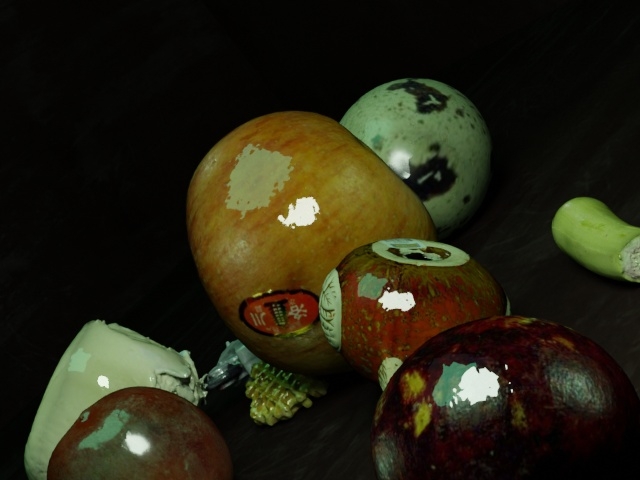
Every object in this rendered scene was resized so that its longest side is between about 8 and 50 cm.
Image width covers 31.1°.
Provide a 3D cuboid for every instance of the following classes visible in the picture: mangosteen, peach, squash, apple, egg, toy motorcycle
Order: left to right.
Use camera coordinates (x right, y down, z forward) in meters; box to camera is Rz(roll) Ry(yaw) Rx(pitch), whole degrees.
[{"bbox_3d":[-0.254,0.326,1.610,0.252,0.252,0.252,-36,12,9],"label":"peach"},{"bbox_3d":[-0.085,0.181,1.995,0.260,0.110,0.171,-33,0,1],"label":"toy motorcycle"},{"bbox_3d":[0.000,0.000,1.709,0.333,0.400,0.400,-28,14,14],"label":"apple"},{"bbox_3d":[0.161,-0.139,2.016,0.287,0.288,0.379,-34,1,20],"label":"egg"},{"bbox_3d":[0.157,0.206,0.948,0.231,0.231,0.289,-29,47,38],"label":"mangosteen"},{"bbox_3d":[0.350,-0.001,1.413,0.083,0.083,0.250,-38,14,1],"label":"squash"}]

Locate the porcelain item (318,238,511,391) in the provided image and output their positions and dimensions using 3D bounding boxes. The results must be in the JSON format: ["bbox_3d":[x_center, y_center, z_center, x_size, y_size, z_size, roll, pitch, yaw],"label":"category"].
[{"bbox_3d":[0.114,0.120,1.448,0.253,0.253,0.253,-36,12,9],"label":"porcelain item"}]

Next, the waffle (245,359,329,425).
[{"bbox_3d":[-0.054,0.215,1.818,0.160,0.046,0.192,-36,26,22],"label":"waffle"}]

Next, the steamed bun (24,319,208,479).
[{"bbox_3d":[-0.323,0.302,1.871,0.334,0.233,0.312,2,-70,-85],"label":"steamed bun"}]
